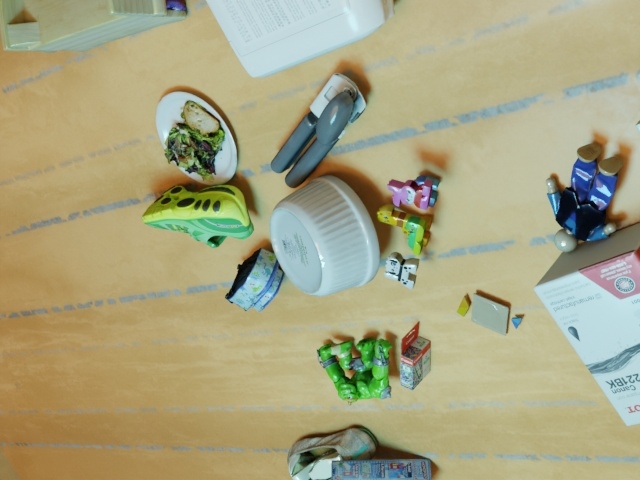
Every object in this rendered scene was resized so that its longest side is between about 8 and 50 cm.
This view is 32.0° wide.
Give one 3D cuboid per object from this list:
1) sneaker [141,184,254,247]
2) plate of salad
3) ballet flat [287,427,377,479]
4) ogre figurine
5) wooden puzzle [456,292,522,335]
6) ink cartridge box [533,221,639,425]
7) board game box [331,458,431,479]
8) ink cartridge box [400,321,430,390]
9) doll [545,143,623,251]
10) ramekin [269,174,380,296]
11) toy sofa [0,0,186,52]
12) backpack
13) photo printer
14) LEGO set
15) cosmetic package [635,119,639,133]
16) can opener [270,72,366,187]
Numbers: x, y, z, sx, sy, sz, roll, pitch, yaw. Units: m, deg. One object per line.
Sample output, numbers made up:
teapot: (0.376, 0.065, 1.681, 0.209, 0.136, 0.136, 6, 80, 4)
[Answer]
sneaker: (-0.244, -0.037, 2.178, 0.295, 0.109, 0.123, 4, 131, 48)
plate of salad: (-0.241, -0.186, 2.106, 0.200, 0.048, 0.200, 23, 135, 26)
ballet flat: (-0.005, 0.475, 2.383, 0.107, 0.106, 0.316, 50, 141, -2)
ogre figurine: (0.075, 0.251, 2.148, 0.197, 0.097, 0.118, -15, 93, 31)
wooden puzzle: (0.290, 0.125, 1.910, 0.116, 0.014, 0.078, 28, 141, 23)
ink cartridge box: (0.482, 0.125, 1.659, 0.197, 0.114, 0.273, -26, 103, 48)
board game box: (0.139, 0.510, 2.262, 0.194, 0.060, 0.194, -11, 130, 11)
ink cartridge box: (0.174, 0.212, 2.043, 0.029, 0.063, 0.115, 22, 134, 29)
doll: (0.385, -0.056, 1.652, 0.129, 0.046, 0.189, 37, 142, 26)
ramekin: (0.000, 0.000, 1.946, 0.207, 0.109, 0.207, 41, 145, 38)
toy sofa: (-0.414, -0.442, 2.002, 0.362, 0.177, 0.150, -5, 93, 44)
backpack: (-0.119, 0.075, 2.169, 0.084, 0.105, 0.114, 28, 141, -11)
photo printer: (-0.041, -0.403, 1.705, 0.307, 0.107, 0.256, -13, 112, 46)
LEGO set: (0.135, -0.037, 1.856, 0.093, 0.087, 0.227, 17, 133, 13)
cosmetic package: (0.484, -0.127, 1.510, 0.060, 0.041, 0.115, -20, 107, 48)
can opener: (-0.016, -0.173, 1.877, 0.076, 0.095, 0.283, 46, 140, 3)
